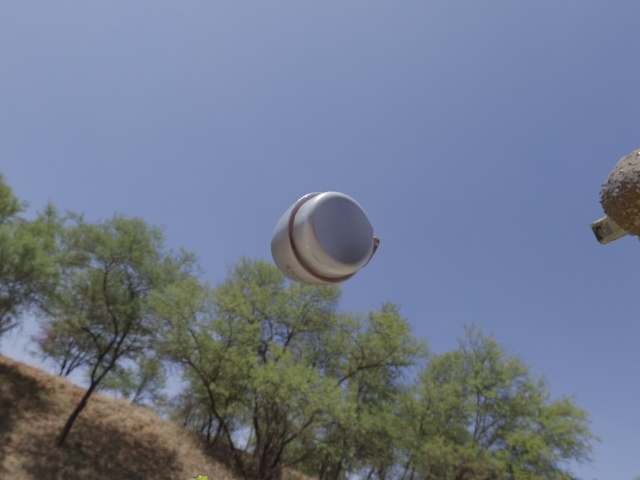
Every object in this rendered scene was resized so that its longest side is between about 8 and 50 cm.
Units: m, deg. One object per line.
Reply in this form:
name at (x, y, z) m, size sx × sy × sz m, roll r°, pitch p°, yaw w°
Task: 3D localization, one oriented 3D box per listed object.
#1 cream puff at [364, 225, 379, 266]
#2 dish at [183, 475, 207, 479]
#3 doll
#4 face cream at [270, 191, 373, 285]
cream puff at (0.092, 0.011, 1.071) m, size 0.094 × 0.116 × 0.122 m, roll 35°, pitch -82°, yaw -2°
dish at (-0.166, 0.383, 0.407) m, size 0.221 × 0.262 × 0.108 m, roll 13°, pitch -15°, yaw 40°
doll at (0.371, -0.052, 0.455) m, size 0.105 × 0.114 × 0.221 m, roll -35°, pitch -13°, yaw 4°
face cream at (0.000, 0.000, 0.542) m, size 0.117 × 0.117 × 0.104 m, roll 34°, pitch -31°, yaw -23°
